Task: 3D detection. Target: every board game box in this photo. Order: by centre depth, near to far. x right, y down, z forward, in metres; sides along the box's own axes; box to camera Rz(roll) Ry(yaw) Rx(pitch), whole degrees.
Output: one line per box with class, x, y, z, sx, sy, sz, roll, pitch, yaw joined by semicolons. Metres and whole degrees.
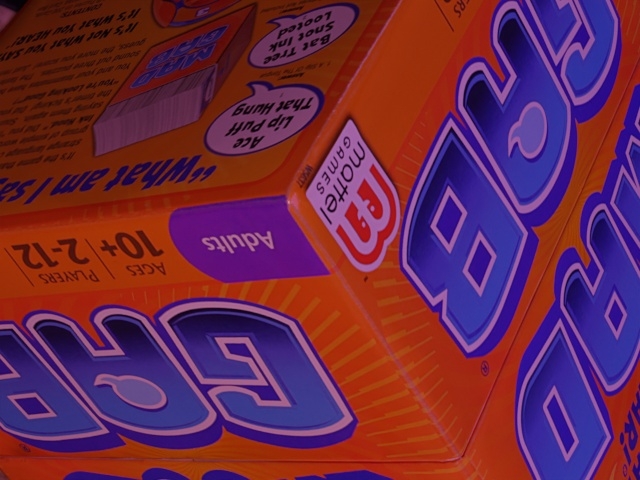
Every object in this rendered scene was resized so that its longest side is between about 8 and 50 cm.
board game box;0.000;0.000;0.986;0.356;0.357;0.356;57;46;-31
